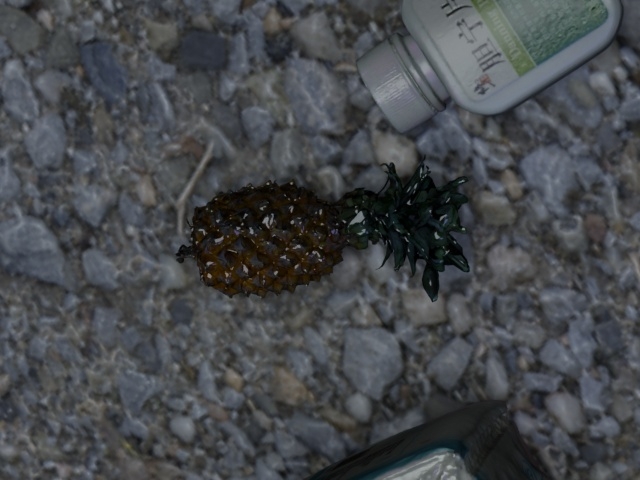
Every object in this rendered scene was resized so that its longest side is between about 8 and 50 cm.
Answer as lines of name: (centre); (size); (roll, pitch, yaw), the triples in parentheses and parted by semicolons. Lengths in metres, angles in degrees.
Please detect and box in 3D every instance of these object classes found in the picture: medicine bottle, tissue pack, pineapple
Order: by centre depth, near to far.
tissue pack: (0.047, 0.204, 1.338); (0.201, 0.271, 0.124); (-23, 89, 12)
medicine bottle: (0.118, -0.151, 1.409); (0.183, 0.069, 0.119); (-32, 89, 12)
pineapple: (0.000, -0.001, 1.427); (0.221, 0.103, 0.083); (-7, 126, 10)
